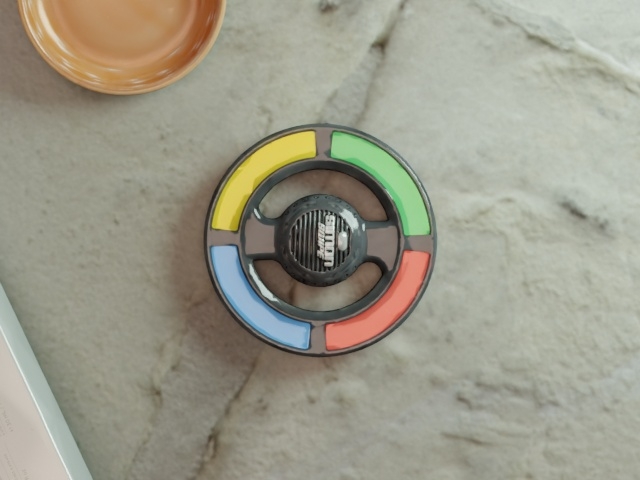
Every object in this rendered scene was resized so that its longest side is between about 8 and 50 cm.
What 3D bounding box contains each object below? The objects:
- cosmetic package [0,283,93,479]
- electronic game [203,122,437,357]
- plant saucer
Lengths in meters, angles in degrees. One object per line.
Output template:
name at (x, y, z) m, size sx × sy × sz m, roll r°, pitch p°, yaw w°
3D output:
cosmetic package at (-0.409, 0.160, 1.286) m, size 0.284 × 0.097 × 0.377 m, roll -26°, pitch 83°, yaw -2°
electronic game at (0.000, 0.000, 1.336) m, size 0.229 × 0.048 × 0.229 m, roll 0°, pitch 90°, yaw -1°
plant saucer at (-0.191, -0.241, 1.315) m, size 0.199 × 0.037 × 0.200 m, roll -2°, pitch 105°, yaw -9°
